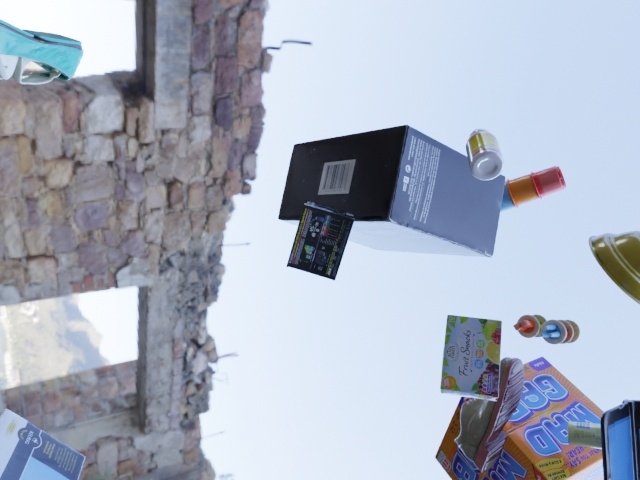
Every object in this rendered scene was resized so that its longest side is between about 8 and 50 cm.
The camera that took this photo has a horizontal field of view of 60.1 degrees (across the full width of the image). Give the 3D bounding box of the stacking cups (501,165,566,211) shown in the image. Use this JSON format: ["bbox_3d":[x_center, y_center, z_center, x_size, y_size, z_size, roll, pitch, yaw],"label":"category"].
[{"bbox_3d":[0.465,-0.119,1.441,0.316,0.096,0.096,-22,-105,26],"label":"stacking cups"}]

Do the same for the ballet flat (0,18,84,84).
[{"bbox_3d":[-0.439,-0.272,0.803,0.083,0.247,0.087,20,-78,11],"label":"ballet flat"}]

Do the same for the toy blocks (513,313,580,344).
[{"bbox_3d":[0.479,0.192,1.202,0.123,0.148,0.054,6,-93,41],"label":"toy blocks"}]

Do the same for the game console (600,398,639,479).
[{"bbox_3d":[0.759,0.523,1.246,0.173,0.250,0.293,10,78,-73],"label":"game console"}]

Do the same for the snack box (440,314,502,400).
[{"bbox_3d":[0.274,0.211,1.005,0.037,0.100,0.141,67,31,-58],"label":"snack box"}]

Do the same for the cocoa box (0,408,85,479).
[{"bbox_3d":[-0.684,0.580,1.150,0.231,0.228,0.347,-46,-160,5],"label":"cocoa box"}]

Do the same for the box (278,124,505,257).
[{"bbox_3d":[0.143,-0.088,1.160,0.343,0.313,0.178,3,-101,51],"label":"box"}]

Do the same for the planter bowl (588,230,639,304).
[{"bbox_3d":[0.708,0.044,1.218,0.090,0.217,0.217,-51,-129,34],"label":"planter bowl"}]

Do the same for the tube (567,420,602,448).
[{"bbox_3d":[0.778,0.520,1.449,0.240,0.062,0.070,-2,-92,26],"label":"tube"}]

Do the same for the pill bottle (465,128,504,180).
[{"bbox_3d":[0.219,-0.119,0.742,0.083,0.043,0.043,-80,-175,-52],"label":"pill bottle"}]

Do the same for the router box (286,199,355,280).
[{"bbox_3d":[0.000,0.000,0.978,0.038,0.092,0.122,-77,-176,-74],"label":"router box"}]

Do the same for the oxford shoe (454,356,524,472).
[{"bbox_3d":[0.423,0.434,1.430,0.130,0.123,0.348,31,-60,40],"label":"oxford shoe"}]

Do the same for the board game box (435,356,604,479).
[{"bbox_3d":[0.644,0.651,1.727,0.356,0.357,0.356,48,-40,43],"label":"board game box"}]
